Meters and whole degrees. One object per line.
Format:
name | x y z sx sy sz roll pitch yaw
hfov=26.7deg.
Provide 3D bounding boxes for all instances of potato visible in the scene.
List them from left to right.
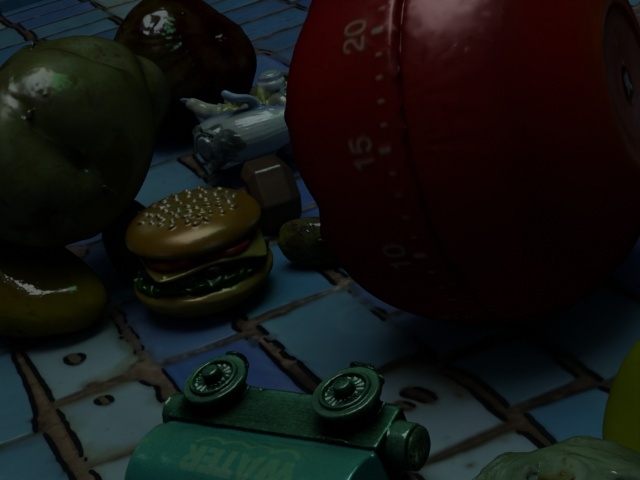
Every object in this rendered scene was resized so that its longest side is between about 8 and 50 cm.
potato | -0.276 -0.118 1.496 0.202 0.218 0.351 25 21 1

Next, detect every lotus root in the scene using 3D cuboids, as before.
lotus root | 0.000 0.000 1.457 0.099 0.054 0.049 -3 16 24

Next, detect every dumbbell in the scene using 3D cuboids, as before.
dumbbell | -0.138 -0.027 1.558 0.230 0.092 0.082 -18 51 -12

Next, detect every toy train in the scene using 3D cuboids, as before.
toy train | -0.040 0.173 1.057 0.248 0.101 0.159 1 41 34

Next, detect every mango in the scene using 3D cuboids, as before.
mango | -0.314 0.050 1.470 0.195 0.098 0.137 7 27 30

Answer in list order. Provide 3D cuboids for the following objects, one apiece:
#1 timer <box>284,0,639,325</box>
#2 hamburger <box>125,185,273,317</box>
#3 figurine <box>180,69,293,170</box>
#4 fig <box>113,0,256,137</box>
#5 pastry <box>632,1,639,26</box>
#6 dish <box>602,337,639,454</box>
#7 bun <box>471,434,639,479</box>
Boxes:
timer | 0.151 -0.112 1.221 0.279 0.378 0.378 -9 23 31
hamburger | -0.128 0.011 1.426 0.162 0.115 0.162 -11 25 5
figurine | -0.092 -0.154 1.768 0.208 0.128 0.184 2 25 41
fig | -0.254 -0.231 1.991 0.321 0.217 0.217 -24 13 40
pastry | 0.437 -0.266 1.752 0.265 0.112 0.103 -22 29 -36
dish | 0.335 0.097 0.991 0.262 0.108 0.221 -16 25 -4
bun | 0.158 0.196 0.862 0.195 0.118 0.195 -11 20 4
